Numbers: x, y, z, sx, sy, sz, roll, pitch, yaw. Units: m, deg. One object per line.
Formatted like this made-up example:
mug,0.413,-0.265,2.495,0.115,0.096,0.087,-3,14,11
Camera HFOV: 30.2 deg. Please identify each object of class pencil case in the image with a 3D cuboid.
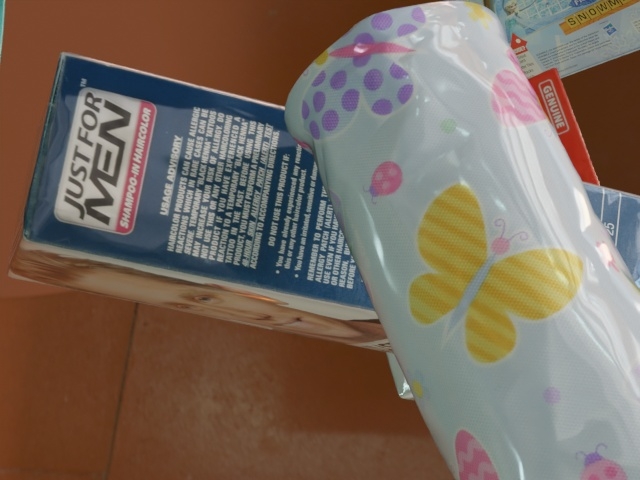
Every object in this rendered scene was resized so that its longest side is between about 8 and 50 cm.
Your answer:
pencil case,0.082,0.028,0.511,0.113,0.273,0.124,-29,158,11

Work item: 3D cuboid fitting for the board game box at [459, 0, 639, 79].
board game box,0.247,-0.328,1.174,0.318,0.319,0.066,51,48,-21

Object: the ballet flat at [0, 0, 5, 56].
ballet flat,-0.232,0.026,0.582,0.139,0.139,0.400,3,101,-17

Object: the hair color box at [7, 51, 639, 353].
hair color box,0.000,0.000,0.707,0.347,0.174,0.105,13,78,-15

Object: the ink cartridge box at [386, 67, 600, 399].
ink cartridge box,0.153,-0.011,1.151,0.239,0.275,0.060,-23,160,22
